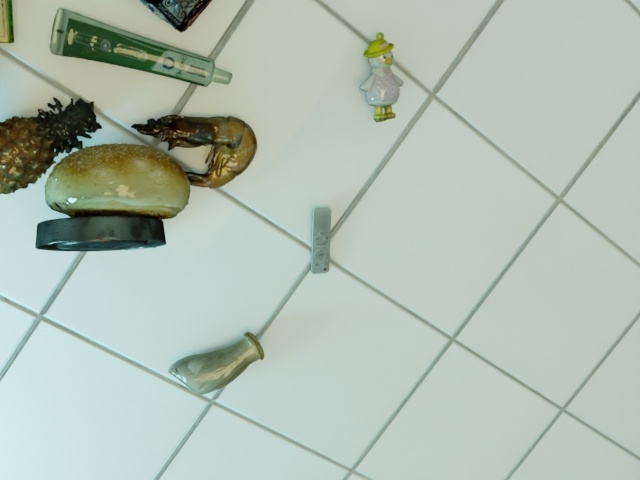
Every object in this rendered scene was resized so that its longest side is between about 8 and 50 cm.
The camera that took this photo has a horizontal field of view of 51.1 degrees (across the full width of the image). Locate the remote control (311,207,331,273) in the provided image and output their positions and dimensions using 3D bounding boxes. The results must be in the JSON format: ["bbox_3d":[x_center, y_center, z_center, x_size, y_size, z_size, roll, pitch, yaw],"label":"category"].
[{"bbox_3d":[0.000,0.000,1.736,0.049,0.027,0.184,-3,114,-12],"label":"remote control"}]

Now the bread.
[{"bbox_3d":[-0.435,-0.124,1.445,0.305,0.305,0.159,-1,89,-14],"label":"bread"}]

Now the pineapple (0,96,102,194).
[{"bbox_3d":[-0.601,-0.214,1.450,0.278,0.158,0.158,-29,114,-17],"label":"pineapple"}]

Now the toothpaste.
[{"bbox_3d":[-0.387,-0.408,1.478,0.391,0.061,0.099,13,105,-15],"label":"toothpaste"}]

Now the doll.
[{"bbox_3d":[0.147,-0.392,1.610,0.129,0.081,0.207,-15,110,-30],"label":"doll"}]

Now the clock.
[{"bbox_3d":[-0.479,-0.012,1.474,0.280,0.280,0.056,-2,86,-14],"label":"clock"}]

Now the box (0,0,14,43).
[{"bbox_3d":[-0.704,-0.518,1.354,0.140,0.064,0.220,1,107,-14],"label":"box"}]

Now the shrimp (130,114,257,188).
[{"bbox_3d":[-0.293,-0.208,1.570,0.289,0.075,0.178,-4,112,-27],"label":"shrimp"}]

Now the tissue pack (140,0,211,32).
[{"bbox_3d":[-0.268,-0.623,1.379,0.332,0.123,0.245,-47,140,6],"label":"tissue pack"}]

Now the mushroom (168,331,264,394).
[{"bbox_3d":[-0.265,0.328,1.741,0.246,0.108,0.096,-23,153,-4],"label":"mushroom"}]
